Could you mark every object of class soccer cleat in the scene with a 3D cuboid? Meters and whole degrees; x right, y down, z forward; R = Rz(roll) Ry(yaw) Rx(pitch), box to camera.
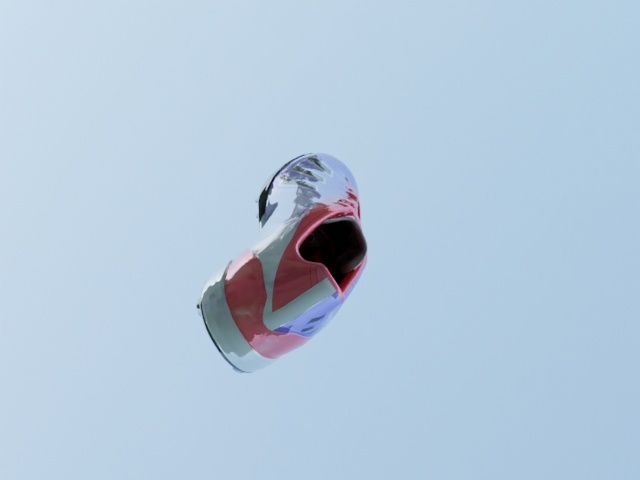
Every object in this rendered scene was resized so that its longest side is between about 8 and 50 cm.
[{"bbox_3d":[0.000,0.000,1.252,0.116,0.108,0.318,-26,-165,24],"label":"soccer cleat"}]
